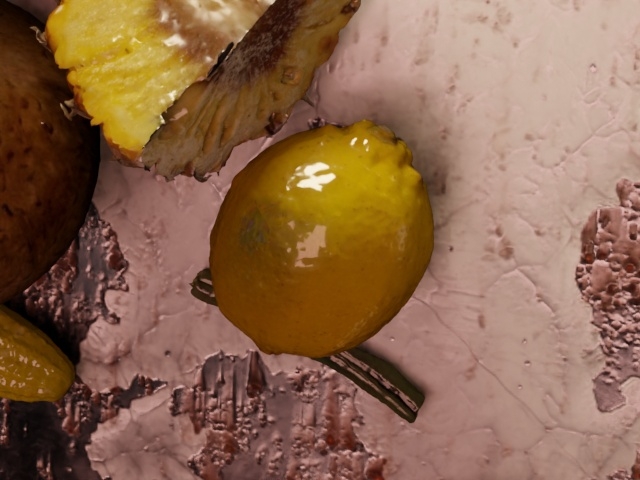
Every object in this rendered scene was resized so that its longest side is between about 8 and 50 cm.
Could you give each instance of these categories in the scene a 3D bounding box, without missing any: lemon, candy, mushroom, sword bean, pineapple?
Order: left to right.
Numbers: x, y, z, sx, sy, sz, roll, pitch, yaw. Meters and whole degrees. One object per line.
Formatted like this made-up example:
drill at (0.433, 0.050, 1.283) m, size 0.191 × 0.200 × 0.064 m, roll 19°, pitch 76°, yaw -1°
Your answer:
mushroom at (-0.378, -0.050, 1.758) m, size 0.334 × 0.331 × 0.356 m, roll -10°, pitch 133°, yaw -9°
candy at (-0.351, 0.115, 1.887) m, size 0.199 × 0.094 × 0.106 m, roll 23°, pitch 78°, yaw 6°
pineapple at (-0.126, -0.238, 1.688) m, size 0.286 × 0.209 × 0.344 m, roll 40°, pitch 86°, yaw 23°
sword bean at (-0.013, 0.101, 1.810) m, size 0.269 × 0.038 × 0.043 m, roll 29°, pitch 88°, yaw 7°
lemon at (0.000, 0.000, 1.684) m, size 0.204 × 0.204 × 0.260 m, roll 34°, pitch 114°, yaw 5°
